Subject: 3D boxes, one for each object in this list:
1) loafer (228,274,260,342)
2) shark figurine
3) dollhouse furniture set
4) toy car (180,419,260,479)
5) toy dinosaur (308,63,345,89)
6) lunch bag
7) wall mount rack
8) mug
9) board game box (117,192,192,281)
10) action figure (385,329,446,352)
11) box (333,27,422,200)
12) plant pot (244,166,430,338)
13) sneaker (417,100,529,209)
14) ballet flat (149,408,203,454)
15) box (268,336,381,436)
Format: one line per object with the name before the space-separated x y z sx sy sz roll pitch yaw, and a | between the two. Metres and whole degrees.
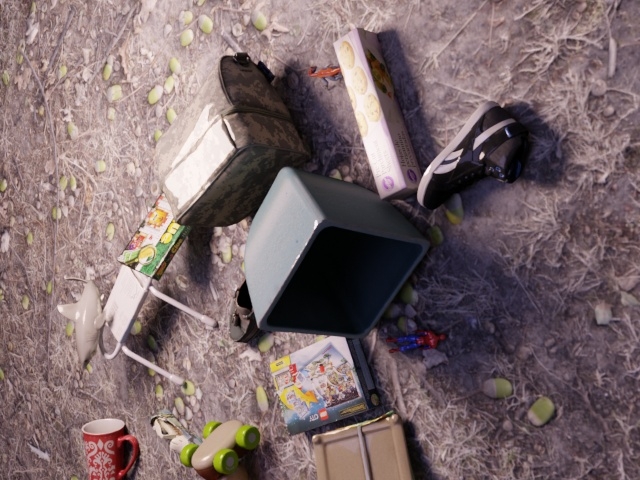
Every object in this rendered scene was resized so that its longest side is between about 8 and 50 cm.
loafer | -0.153 0.115 1.578 0.096 0.084 0.268 44 119 31
shark figurine | -0.616 0.165 1.858 0.166 0.116 0.278 -59 33 37
dollhouse furniture set | 0.110 0.503 1.376 0.197 0.151 0.302 -19 60 20
toy car | -0.194 0.517 1.634 0.155 0.149 0.188 -9 115 45
toy dinosaur | 0.013 -0.334 1.425 0.082 0.090 0.047 6 79 11
lunch bag | -0.204 -0.208 1.523 0.305 0.212 0.256 -41 66 34
wall mount rack | -0.418 0.184 1.799 0.304 0.130 0.350 49 122 33
mug | -0.574 0.587 1.963 0.150 0.113 0.169 6 99 43
board game box | -0.359 -0.038 1.701 0.136 0.030 0.260 19 72 34
action figure | 0.177 0.183 1.325 0.115 0.030 0.038 -14 88 36
box | 0.107 -0.235 1.344 0.067 0.063 0.324 -25 76 41
plant pot | 0.000 0.000 1.345 0.248 0.247 0.252 -58 40 27
sneaker | 0.257 -0.112 1.204 0.121 0.079 0.217 50 121 30
ballet flat | -0.359 0.489 1.793 0.188 0.070 0.070 29 111 37
box | 0.003 0.291 1.474 0.233 0.044 0.159 -29 73 39
